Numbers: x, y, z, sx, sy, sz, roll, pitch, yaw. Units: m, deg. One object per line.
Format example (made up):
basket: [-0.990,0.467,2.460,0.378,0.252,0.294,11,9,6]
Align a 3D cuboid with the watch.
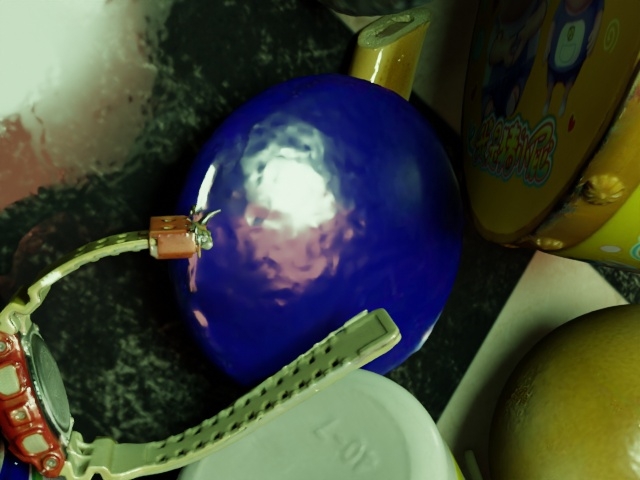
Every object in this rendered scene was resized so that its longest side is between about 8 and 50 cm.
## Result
watch: [-0.097,0.063,0.675,0.268,0.102,0.164,-28,104,-2]

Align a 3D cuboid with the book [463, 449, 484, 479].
book: [0.194,0.348,0.963,0.018,0.170,0.241,-19,113,3]

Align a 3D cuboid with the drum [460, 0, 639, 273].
drum: [0.268,-0.173,0.714,0.214,0.431,0.431,12,94,-8]

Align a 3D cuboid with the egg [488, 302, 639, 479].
egg: [0.304,0.199,0.918,0.351,0.283,0.282,3,98,-49]

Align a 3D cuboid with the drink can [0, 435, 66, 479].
drink can: [-0.179,0.234,0.730,0.235,0.097,0.097,43,76,-31]

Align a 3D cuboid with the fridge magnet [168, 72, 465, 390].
fridge magnet: [0.000,0.000,0.785,0.265,0.113,0.265,-7,103,-30]

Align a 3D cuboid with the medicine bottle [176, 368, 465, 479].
medicine bottle: [0.042,0.273,0.782,0.208,0.208,0.339,-46,136,-17]

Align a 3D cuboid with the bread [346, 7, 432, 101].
bread: [0.053,-0.158,0.828,0.062,0.049,0.103,14,91,-43]

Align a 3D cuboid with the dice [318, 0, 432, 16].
dice: [0.053,-0.285,0.722,0.181,0.183,0.182,-41,118,-18]
